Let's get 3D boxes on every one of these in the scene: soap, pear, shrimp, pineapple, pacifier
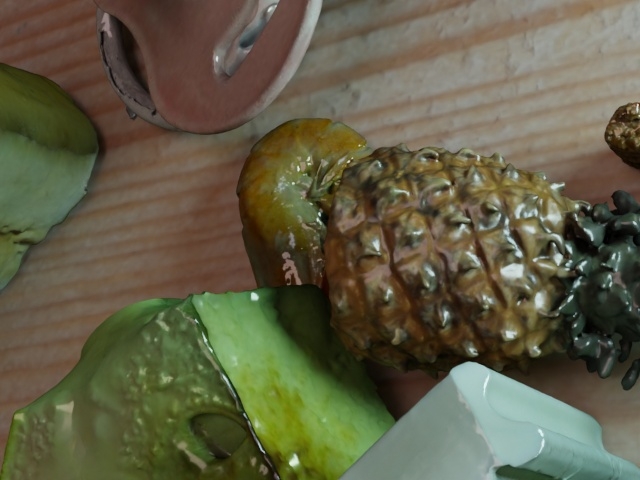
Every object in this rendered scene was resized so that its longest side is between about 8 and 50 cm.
[{"bbox_3d":[0.102,0.145,0.765,0.119,0.198,0.066,-47,58,10],"label":"soap"},{"bbox_3d":[-0.077,0.191,0.878,0.282,0.176,0.286,-36,75,25],"label":"pear"},{"bbox_3d":[0.000,-0.001,0.969,0.115,0.051,0.217,-24,60,21],"label":"shrimp"},{"bbox_3d":[0.146,0.016,0.820,0.279,0.158,0.158,4,76,20],"label":"pineapple"},{"bbox_3d":[-0.117,-0.235,1.023,0.220,0.273,0.332,-32,59,0],"label":"pacifier"}]

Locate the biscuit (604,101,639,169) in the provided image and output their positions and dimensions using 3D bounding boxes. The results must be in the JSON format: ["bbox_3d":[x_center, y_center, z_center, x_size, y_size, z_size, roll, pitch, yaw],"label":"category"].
[{"bbox_3d":[0.271,-0.047,0.806,0.199,0.064,0.034,17,83,35],"label":"biscuit"}]

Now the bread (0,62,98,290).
[{"bbox_3d":[-0.394,-0.055,1.056,0.210,0.341,0.300,44,104,27],"label":"bread"}]
